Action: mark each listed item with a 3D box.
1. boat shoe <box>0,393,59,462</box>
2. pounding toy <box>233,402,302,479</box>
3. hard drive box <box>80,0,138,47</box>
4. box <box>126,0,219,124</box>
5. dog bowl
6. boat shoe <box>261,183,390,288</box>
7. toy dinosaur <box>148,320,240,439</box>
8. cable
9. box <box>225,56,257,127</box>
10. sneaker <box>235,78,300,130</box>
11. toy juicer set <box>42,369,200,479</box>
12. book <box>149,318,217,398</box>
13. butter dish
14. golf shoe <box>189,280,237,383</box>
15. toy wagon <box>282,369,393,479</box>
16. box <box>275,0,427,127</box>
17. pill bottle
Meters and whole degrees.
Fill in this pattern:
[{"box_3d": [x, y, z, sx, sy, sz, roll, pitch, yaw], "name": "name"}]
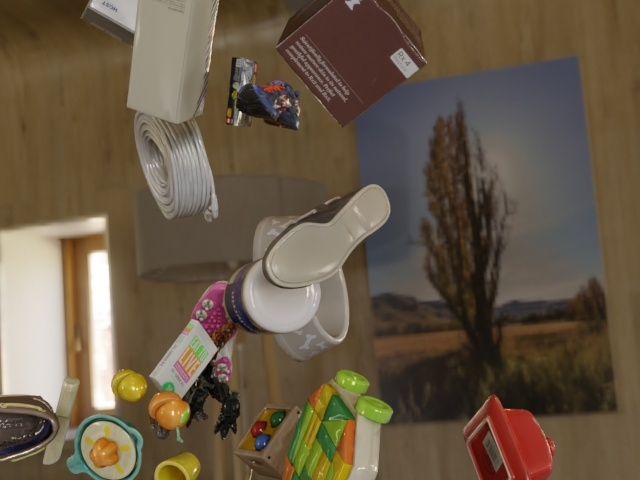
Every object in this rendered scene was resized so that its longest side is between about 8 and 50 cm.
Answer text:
[{"box_3d": [-0.554, 0.290, 1.380, 0.324, 0.117, 0.096, -2, 0, -28], "name": "boat shoe"}, {"box_3d": [-0.127, 0.437, 1.907, 0.094, 0.206, 0.181, 45, -27, -20], "name": "pounding toy"}, {"box_3d": [-0.341, -0.506, 1.857, 0.181, 0.232, 0.089, 28, -13, -21], "name": "hard drive box"}, {"box_3d": [-0.250, -0.349, 1.600, 0.113, 0.275, 0.094, 21, 26, 17], "name": "box"}, {"box_3d": [-0.035, 0.100, 2.163, 0.102, 0.349, 0.348, -15, -10, 18], "name": "dog bowl"}, {"box_3d": [0.000, 0.000, 1.683, 0.095, 0.112, 0.335, -18, 13, 47], "name": "boat shoe"}, {"box_3d": [-0.282, 0.313, 2.055, 0.164, 0.322, 0.218, 0, 31, -28], "name": "toy dinosaur"}, {"box_3d": [-0.315, -0.171, 1.973, 0.089, 0.257, 0.257, -19, 27, -25], "name": "cable"}, {"box_3d": [-0.161, -0.301, 1.901, 0.027, 0.137, 0.094, 8, 6, 14], "name": "box"}, {"box_3d": [-0.100, -0.278, 1.830, 0.083, 0.087, 0.221, 13, 0, 18], "name": "sneaker"}, {"box_3d": [-0.371, 0.329, 1.631, 0.328, 0.209, 0.089, 3, 14, 20], "name": "toy juicer set"}, {"box_3d": [-0.270, 0.238, 1.831, 0.035, 0.144, 0.096, 15, -34, 32], "name": "book"}, {"box_3d": [0.312, 0.334, 1.466, 0.118, 0.160, 0.160, -6, -33, -18], "name": "butter dish"}, {"box_3d": [-0.242, 0.194, 2.162, 0.115, 0.140, 0.306, 11, -52, -4], "name": "golf shoe"}, {"box_3d": [0.005, 0.340, 1.483, 0.068, 0.267, 0.344, 20, 7, -18], "name": "toy wagon"}, {"box_3d": [0.051, -0.317, 1.478, 0.167, 0.168, 0.203, -36, 17, 19], "name": "box"}, {"box_3d": [-0.108, 0.113, 1.869, 0.153, 0.153, 0.264, -2, -6, -18], "name": "pill bottle"}]
